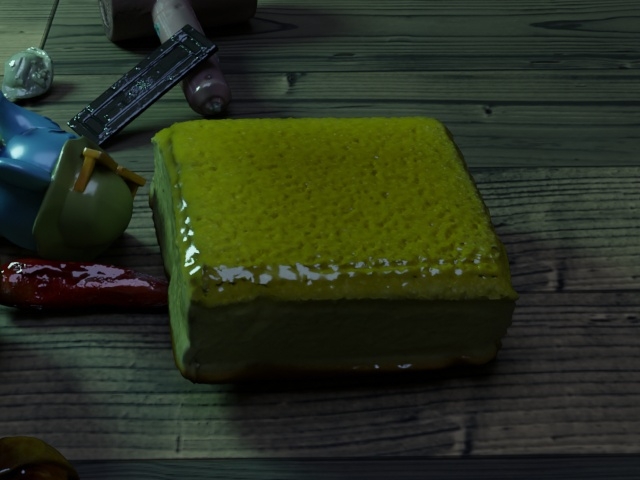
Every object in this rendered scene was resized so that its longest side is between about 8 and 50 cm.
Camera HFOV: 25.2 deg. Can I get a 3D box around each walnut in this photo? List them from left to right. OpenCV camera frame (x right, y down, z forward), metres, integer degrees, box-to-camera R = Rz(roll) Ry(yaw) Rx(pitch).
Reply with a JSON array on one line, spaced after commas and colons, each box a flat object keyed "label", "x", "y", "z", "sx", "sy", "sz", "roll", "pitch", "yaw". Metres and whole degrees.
[{"label": "walnut", "x": -0.251, "y": 0.239, "z": 1.142, "sx": 0.116, "sy": 0.115, "sz": 0.207, "roll": 1, "pitch": 34, "yaw": 2}]

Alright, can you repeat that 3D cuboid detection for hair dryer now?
[{"label": "hair dryer", "x": -0.164, "y": -0.276, "z": 1.914, "sx": 0.210, "sy": 0.125, "sz": 0.352, "roll": -10, "pitch": 45, "yaw": -16}]

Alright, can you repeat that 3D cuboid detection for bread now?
[{"label": "bread", "x": 0.000, "y": 0.000, "z": 1.446, "sx": 0.333, "sy": 0.143, "sz": 0.323, "roll": -1, "pitch": 36, "yaw": -9}]

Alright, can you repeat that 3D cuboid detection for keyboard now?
[{"label": "keyboard", "x": -0.220, "y": -0.192, "z": 1.786, "sx": 0.204, "sy": 0.013, "sz": 0.061, "roll": -43, "pitch": 61, "yaw": -16}]

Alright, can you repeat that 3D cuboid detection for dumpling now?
[{"label": "dumpling", "x": -0.379, "y": -0.217, "z": 1.860, "sx": 0.057, "sy": 0.052, "sz": 0.076, "roll": 0, "pitch": 22, "yaw": 20}]

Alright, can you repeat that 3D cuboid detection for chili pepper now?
[{"label": "chili pepper", "x": -0.259, "y": 0.046, "z": 1.477, "sx": 0.268, "sy": 0.050, "sz": 0.059, "roll": 3, "pitch": 19, "yaw": 3}]

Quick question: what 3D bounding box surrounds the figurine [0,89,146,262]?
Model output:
[{"label": "figurine", "x": -0.321, "y": -0.063, "z": 1.533, "sx": 0.262, "sy": 0.180, "sz": 0.154, "roll": 17, "pitch": 52, "yaw": 15}]

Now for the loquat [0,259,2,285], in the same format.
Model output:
[{"label": "loquat", "x": -0.414, "y": 0.024, "z": 1.371, "sx": 0.213, "sy": 0.213, "sz": 0.213, "roll": 0, "pitch": 34, "yaw": 0}]
